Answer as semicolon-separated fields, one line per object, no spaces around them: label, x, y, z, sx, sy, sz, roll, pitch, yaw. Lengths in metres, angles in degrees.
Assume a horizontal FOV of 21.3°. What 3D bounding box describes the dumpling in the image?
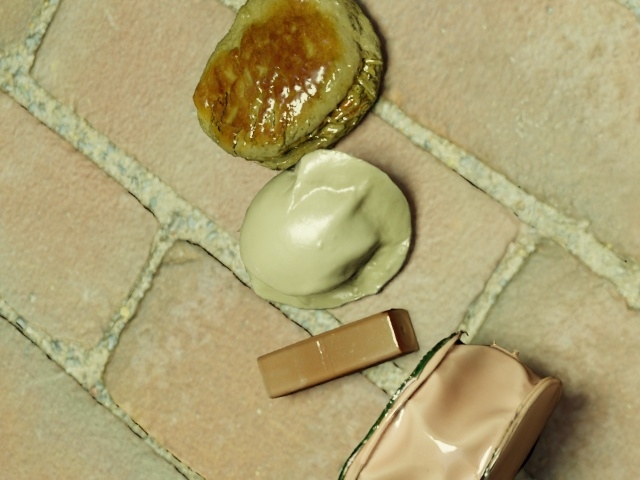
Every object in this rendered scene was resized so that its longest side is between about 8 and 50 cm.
dumpling;0.001;-0.001;1.569;0.150;0.092;0.176;35;101;9

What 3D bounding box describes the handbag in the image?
handbag;0.110;0.177;1.461;0.116;0.179;0.205;32;106;16

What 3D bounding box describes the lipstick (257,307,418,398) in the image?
lipstick;0.015;0.105;1.580;0.145;0.045;0.045;-21;83;25

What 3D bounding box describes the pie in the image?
pie;-0.036;-0.154;1.592;0.193;0.079;0.163;-42;68;20
